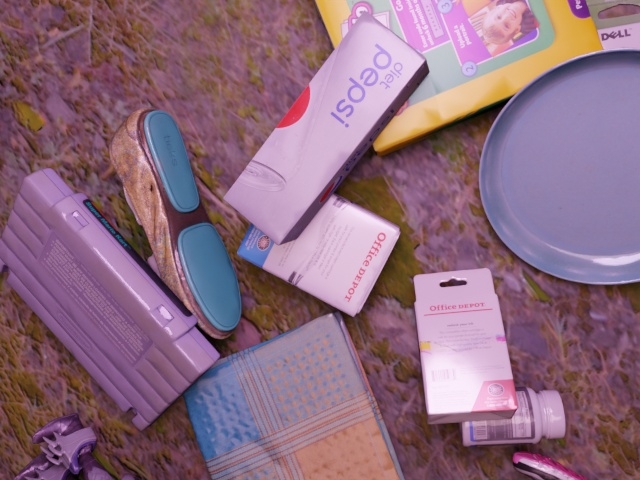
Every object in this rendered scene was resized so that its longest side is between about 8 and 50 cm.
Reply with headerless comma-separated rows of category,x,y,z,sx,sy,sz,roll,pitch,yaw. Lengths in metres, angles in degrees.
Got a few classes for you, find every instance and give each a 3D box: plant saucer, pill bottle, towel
plant saucer,0.369,-0.088,0.779,0.317,0.044,0.317,9,120,16
pill bottle,0.264,0.246,0.847,0.137,0.078,0.078,-5,93,7
towel,-0.028,0.322,0.884,0.271,0.040,0.370,-22,85,5

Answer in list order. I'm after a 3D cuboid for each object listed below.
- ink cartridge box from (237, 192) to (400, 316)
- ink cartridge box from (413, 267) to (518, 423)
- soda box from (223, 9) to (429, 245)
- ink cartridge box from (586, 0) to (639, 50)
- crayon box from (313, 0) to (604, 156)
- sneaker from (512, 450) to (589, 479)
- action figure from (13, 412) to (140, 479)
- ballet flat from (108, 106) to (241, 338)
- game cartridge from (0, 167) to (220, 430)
ink cartridge box,0.000,0.000,0.864,0.191,0.082,0.139,28,97,4
ink cartridge box,0.193,0.143,0.832,0.115,0.067,0.198,-5,62,7
soda box,0.008,-0.133,0.758,0.098,0.091,0.286,41,103,6
ink cartridge box,0.420,-0.235,0.807,0.109,0.062,0.209,-8,92,8
crayon box,0.153,-0.340,0.814,0.313,0.106,0.363,-21,91,9
sneaker,0.342,0.361,0.850,0.170,0.063,0.075,28,90,0
action figure,-0.318,0.389,0.893,0.285,0.099,0.185,29,114,22
ballet flat,-0.218,-0.017,0.886,0.123,0.123,0.348,-20,91,8
game cartridge,-0.316,0.091,0.871,0.355,0.068,0.230,47,125,2
